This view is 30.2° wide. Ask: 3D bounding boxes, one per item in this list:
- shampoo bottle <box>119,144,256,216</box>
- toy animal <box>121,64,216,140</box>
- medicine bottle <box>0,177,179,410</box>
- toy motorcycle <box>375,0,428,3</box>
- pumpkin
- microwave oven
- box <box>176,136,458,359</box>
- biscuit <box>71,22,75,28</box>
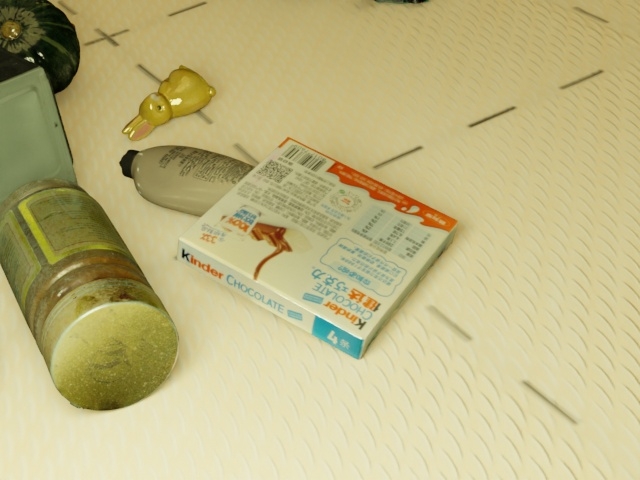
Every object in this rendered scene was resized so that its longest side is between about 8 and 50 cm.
[{"bbox_3d":[-0.176,-0.084,1.696,0.256,0.078,0.127,18,44,25],"label":"shampoo bottle"},{"bbox_3d":[-0.251,-0.214,1.908,0.159,0.070,0.083,-37,47,-29],"label":"toy animal"},{"bbox_3d":[-0.298,0.054,1.460,0.151,0.151,0.322,-20,37,-18],"label":"medicine bottle"},{"bbox_3d":[0.139,-0.479,2.223,0.173,0.058,0.100,-1,29,6],"label":"toy motorcycle"},{"bbox_3d":[-0.517,-0.323,2.026,0.211,0.152,0.212,-1,70,3],"label":"pumpkin"},{"bbox_3d":[-0.511,-0.173,1.748,0.181,0.238,0.295,-30,37,-31],"label":"microwave oven"},{"bbox_3d":[0.000,0.000,1.520,0.273,0.048,0.265,29,45,17],"label":"box"},{"bbox_3d":[-0.509,-0.386,2.227,0.102,0.019,0.130,-14,35,-12],"label":"biscuit"}]
